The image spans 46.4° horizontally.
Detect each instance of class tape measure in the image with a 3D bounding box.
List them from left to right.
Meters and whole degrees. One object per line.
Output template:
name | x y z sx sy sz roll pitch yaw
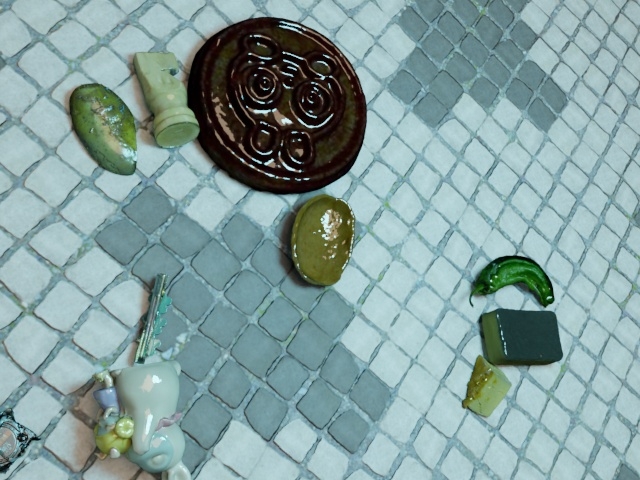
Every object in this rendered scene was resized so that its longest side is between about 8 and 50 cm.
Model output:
tape measure | -0.518 0.324 1.206 0.091 0.054 0.094 48 54 -4

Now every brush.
brush | 0.463 0.219 1.703 0.197 0.059 0.123 5 67 -30

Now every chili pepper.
chili pepper | 0.433 0.097 1.728 0.279 0.065 0.122 1 70 -30

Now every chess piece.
chess piece | -0.310 -0.292 1.487 0.090 0.090 0.200 -11 70 -28

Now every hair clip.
hair clip | -0.304 0.144 1.371 0.049 0.049 0.173 18 73 -20

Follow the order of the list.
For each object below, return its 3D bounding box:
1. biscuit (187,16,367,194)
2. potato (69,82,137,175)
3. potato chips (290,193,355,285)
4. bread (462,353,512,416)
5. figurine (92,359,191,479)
biscuit | -0.080 -0.294 1.588 0.407 0.091 0.407 8 72 -24
potato | -0.406 -0.220 1.429 0.119 0.054 0.198 -13 81 -31
potato chips | 0.000 0.000 1.558 0.150 0.049 0.202 16 66 -25
bread | 0.363 0.328 1.651 0.084 0.080 0.109 32 97 -12
figurine | -0.299 0.331 1.271 0.155 0.127 0.235 -1 77 -45
